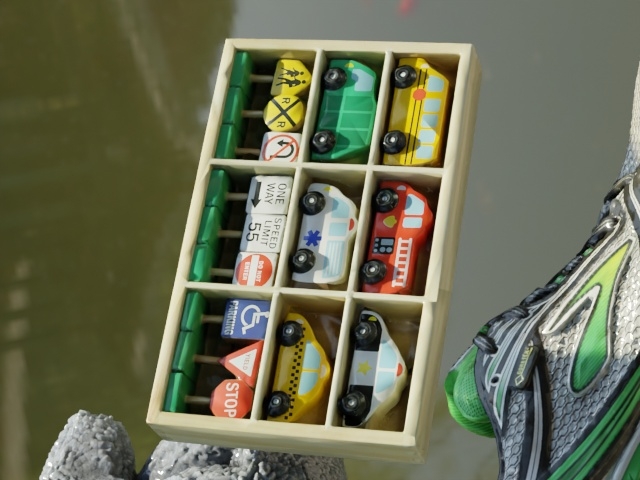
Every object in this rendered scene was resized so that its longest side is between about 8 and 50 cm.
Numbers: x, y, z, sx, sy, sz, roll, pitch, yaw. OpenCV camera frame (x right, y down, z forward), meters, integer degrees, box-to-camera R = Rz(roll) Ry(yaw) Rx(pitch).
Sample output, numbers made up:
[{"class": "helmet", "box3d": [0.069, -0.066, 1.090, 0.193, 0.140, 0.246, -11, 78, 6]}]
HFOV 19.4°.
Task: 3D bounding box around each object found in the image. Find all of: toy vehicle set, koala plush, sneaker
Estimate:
[{"class": "toy vehicle set", "box3d": [0.000, 0.000, 1.146, 0.035, 0.166, 0.267, 60, -144, -61]}, {"class": "koala plush", "box3d": [-0.033, 0.129, 1.234, 0.203, 0.221, 0.196, -9, 135, 42]}, {"class": "sneaker", "box3d": [0.143, 0.047, 0.958, 0.134, 0.146, 0.343, 59, -133, -73]}]
